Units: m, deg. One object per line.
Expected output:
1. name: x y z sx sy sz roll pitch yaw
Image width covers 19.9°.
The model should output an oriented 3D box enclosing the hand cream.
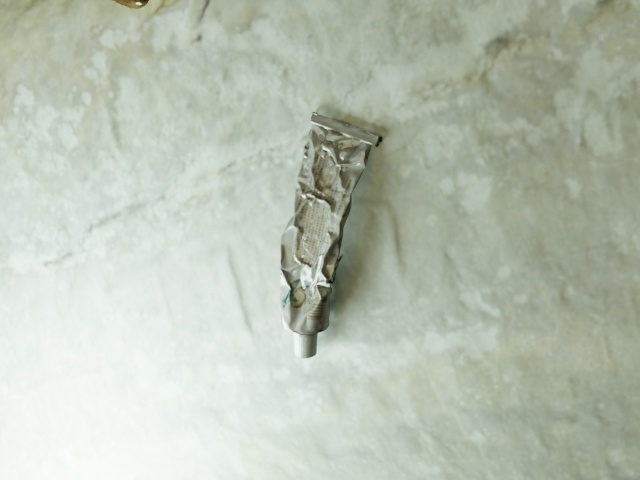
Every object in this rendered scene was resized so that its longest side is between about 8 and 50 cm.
1. hand cream: -0.002 0.001 1.901 0.084 0.050 0.257 19 106 28

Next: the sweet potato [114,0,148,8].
1. sweet potato: -0.257 -0.366 1.928 0.095 0.106 0.354 -23 70 -10
